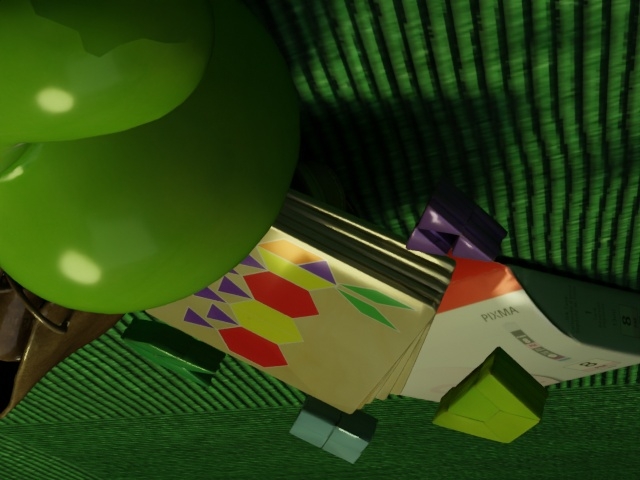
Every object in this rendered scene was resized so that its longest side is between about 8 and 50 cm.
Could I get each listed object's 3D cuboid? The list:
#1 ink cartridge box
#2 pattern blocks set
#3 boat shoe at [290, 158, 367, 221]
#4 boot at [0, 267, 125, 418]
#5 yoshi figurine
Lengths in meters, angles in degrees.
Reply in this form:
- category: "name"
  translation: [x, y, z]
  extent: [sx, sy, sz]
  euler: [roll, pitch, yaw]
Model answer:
- category: "ink cartridge box"
  translation: [0.089, 0.066, 1.037]
  extent: [0.232, 0.066, 0.189]
  euler: [8, 160, -41]
- category: "pattern blocks set"
  translation: [-0.014, 0.026, 0.765]
  extent: [0.285, 0.026, 0.325]
  euler: [31, 152, -8]
- category: "boat shoe"
  translation: [0.000, 0.000, 0.827]
  extent: [0.059, 0.063, 0.170]
  euler: [-22, 158, -16]
- category: "boot"
  translation: [-0.106, 0.001, 0.650]
  extent: [0.112, 0.115, 0.305]
  euler: [33, 150, -6]
- category: "yoshi figurine"
  translation: [-0.156, -0.028, 0.481]
  extent: [0.362, 0.204, 0.203]
  euler: [-7, -170, 34]
